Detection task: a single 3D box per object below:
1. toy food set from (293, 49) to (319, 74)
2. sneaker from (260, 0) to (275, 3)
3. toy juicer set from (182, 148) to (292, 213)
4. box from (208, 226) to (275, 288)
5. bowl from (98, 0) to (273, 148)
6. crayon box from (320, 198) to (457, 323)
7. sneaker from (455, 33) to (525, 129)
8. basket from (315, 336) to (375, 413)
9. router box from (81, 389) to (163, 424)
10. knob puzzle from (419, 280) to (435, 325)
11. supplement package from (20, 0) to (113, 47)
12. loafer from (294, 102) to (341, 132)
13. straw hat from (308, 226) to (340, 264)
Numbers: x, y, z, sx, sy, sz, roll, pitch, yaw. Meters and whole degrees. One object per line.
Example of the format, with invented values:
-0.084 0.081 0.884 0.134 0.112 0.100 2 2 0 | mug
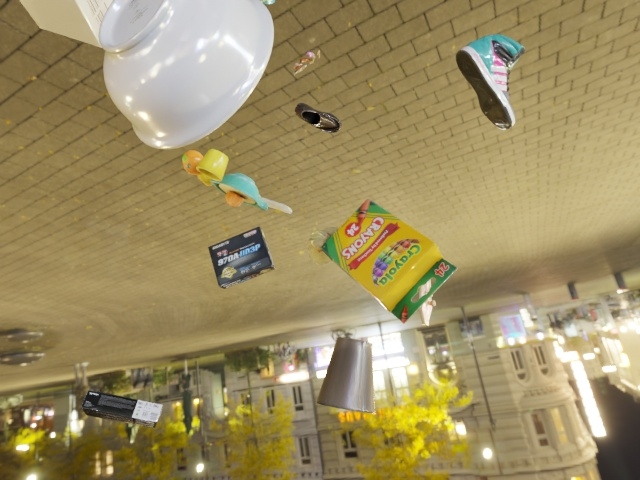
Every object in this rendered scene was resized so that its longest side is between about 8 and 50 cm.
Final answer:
-0.058 -0.692 1.572 0.122 0.019 0.078 -34 176 -4 | toy food set
-0.152 -0.715 0.993 0.208 0.127 0.319 31 118 -33 | sneaker
-0.257 -0.142 1.162 0.209 0.089 0.329 14 166 38 | toy juicer set
-0.303 0.066 1.572 0.221 0.175 0.051 -21 160 3 | box
-0.228 -0.300 0.619 0.298 0.297 0.134 -16 153 21 | bowl
0.170 0.042 1.084 0.202 0.319 0.081 -46 138 -4 | crayon box
0.564 -0.511 1.271 0.178 0.295 0.124 -41 -160 -4 | sneaker
0.104 0.459 1.410 0.205 0.226 0.154 12 162 -5 | basket
-0.498 0.429 1.035 0.179 0.046 0.133 19 145 -14 | router box
0.312 0.157 1.179 0.030 0.212 0.213 0 167 22 | knob puzzle
-0.719 -0.762 1.195 0.200 0.262 0.198 17 166 -4 | supplement package
-0.007 -0.510 1.749 0.220 0.078 0.080 14 123 -24 | loafer
0.000 0.000 1.260 0.145 0.144 0.061 -20 137 30 | straw hat
